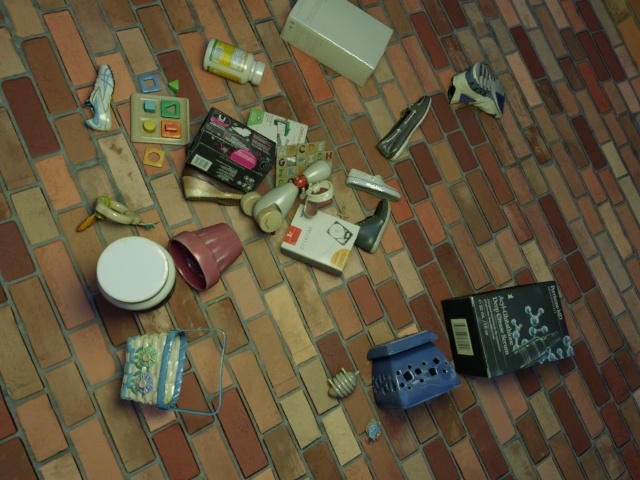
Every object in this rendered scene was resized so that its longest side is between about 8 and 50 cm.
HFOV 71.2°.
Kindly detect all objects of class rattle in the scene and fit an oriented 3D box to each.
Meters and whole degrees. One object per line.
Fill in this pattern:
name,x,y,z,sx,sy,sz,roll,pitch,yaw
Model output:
rattle,-0.649,-0.046,1.448,0.200,0.130,0.142,31,82,-37

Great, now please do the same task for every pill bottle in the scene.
pill bottle,-0.313,-0.646,1.639,0.209,0.117,0.117,16,75,-13
pill bottle,-0.527,0.105,1.298,0.205,0.361,0.203,3,79,-17

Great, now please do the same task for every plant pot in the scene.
plant pot,-0.363,0.038,1.463,0.180,0.201,0.201,-36,91,-35
plant pot,0.306,0.445,1.565,0.236,0.236,0.211,-14,77,-20

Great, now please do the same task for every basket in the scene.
basket,-0.438,0.394,1.354,0.290,0.201,0.254,2,78,-7

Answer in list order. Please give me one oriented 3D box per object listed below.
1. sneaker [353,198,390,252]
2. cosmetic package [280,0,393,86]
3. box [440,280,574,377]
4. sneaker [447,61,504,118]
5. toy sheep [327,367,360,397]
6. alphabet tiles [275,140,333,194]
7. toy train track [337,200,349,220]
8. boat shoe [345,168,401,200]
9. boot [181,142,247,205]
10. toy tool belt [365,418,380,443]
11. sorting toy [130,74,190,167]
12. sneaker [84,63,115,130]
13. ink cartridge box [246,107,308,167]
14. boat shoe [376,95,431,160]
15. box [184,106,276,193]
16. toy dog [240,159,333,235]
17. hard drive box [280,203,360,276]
sneaker,0.185,-0.074,1.700,0.118,0.083,0.221,23,75,-11
cosmetic package,0.068,-0.816,1.771,0.385,0.156,0.217,30,73,-11
box,0.711,0.334,1.716,0.396,0.212,0.293,-8,81,-19
sneaker,0.661,-0.643,1.938,0.316,0.182,0.127,24,73,-42
toy sheep,0.082,0.496,1.558,0.132,0.091,0.091,-40,93,-1
alphabet tiles,-0.056,-0.259,1.629,0.238,0.009,0.198,-14,124,-30
toy train track,0.088,-0.112,1.715,0.048,0.014,0.083,13,70,-7
boat shoe,0.213,-0.222,1.736,0.227,0.083,0.075,18,76,-12
boot,-0.353,-0.234,1.563,0.249,0.090,0.206,5,72,-24
toy tool belt,0.185,0.675,1.572,0.052,0.051,0.083,26,73,-11
sorting toy,-0.559,-0.425,1.558,0.196,0.047,0.346,-2,80,-17
sneaker,-0.737,-0.483,1.492,0.086,0.085,0.236,5,78,-32
ink cartridge box,-0.170,-0.369,1.642,0.220,0.092,0.160,14,76,-14
boat shoe,0.341,-0.477,1.812,0.096,0.112,0.335,35,75,-13
box,-0.295,-0.295,1.494,0.248,0.163,0.142,27,43,-23
toy dog,-0.099,-0.127,1.533,0.334,0.160,0.220,-19,48,4
hard drive box,0.000,0.000,1.597,0.233,0.089,0.180,21,73,4
